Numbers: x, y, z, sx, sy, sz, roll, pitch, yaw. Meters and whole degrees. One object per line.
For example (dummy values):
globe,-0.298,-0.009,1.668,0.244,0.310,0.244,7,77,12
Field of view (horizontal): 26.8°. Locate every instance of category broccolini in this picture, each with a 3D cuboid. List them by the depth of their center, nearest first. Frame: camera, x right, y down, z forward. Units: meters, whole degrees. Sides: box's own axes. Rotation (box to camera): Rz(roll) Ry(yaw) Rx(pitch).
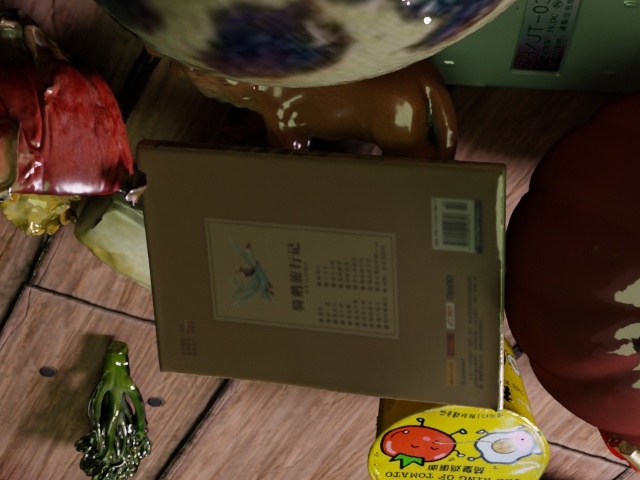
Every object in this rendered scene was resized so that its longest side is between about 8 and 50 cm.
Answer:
broccolini,-0.224,0.182,1.478,0.091,0.068,0.203,-2,122,-17

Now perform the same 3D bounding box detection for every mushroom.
mushroom,-0.091,0.042,1.300,0.312,0.081,0.100,33,121,-28

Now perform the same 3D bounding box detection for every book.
book,-0.001,0.028,1.112,0.310,0.021,0.217,5,115,18

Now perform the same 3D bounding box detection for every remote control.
remote control,0.211,-0.182,1.087,0.296,0.056,0.140,2,140,-4

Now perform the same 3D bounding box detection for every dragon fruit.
dragon fruit,-0.250,-0.122,1.076,0.218,0.224,0.148,3,102,-30

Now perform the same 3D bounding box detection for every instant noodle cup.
instant noodle cup,0.137,0.172,1.393,0.182,0.144,0.182,0,135,0

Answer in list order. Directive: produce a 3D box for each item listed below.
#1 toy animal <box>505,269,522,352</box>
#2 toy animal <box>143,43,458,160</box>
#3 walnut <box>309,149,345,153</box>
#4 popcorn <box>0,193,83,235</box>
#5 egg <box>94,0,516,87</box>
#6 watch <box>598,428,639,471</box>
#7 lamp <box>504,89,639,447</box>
toy animal,0.274,0.022,1.300,0.260,0.087,0.243,20,117,-13
toy animal,0.003,-0.114,1.093,0.312,0.097,0.157,13,139,14
walnut,0.000,0.000,1.198,0.206,0.159,0.159,4,137,12
popcorn,-0.253,-0.043,1.225,0.083,0.057,0.082,-9,129,13
egg,0.020,-0.285,0.774,0.428,0.345,0.345,-42,125,17
watch,0.409,0.150,1.356,0.268,0.165,0.102,-27,132,28
lamp,0.295,0.022,1.097,0.303,0.257,0.303,-5,103,-21
